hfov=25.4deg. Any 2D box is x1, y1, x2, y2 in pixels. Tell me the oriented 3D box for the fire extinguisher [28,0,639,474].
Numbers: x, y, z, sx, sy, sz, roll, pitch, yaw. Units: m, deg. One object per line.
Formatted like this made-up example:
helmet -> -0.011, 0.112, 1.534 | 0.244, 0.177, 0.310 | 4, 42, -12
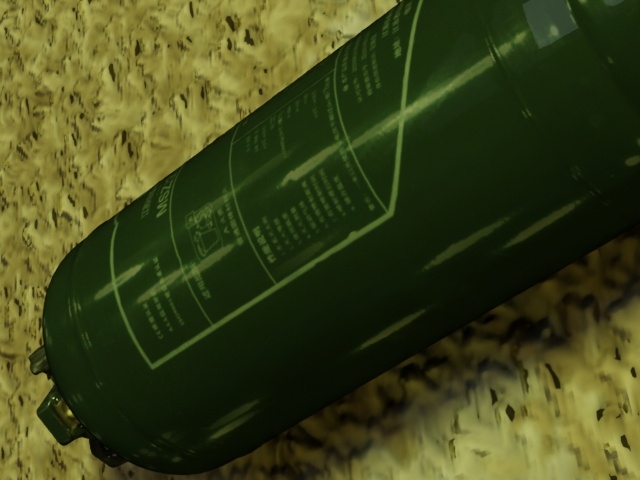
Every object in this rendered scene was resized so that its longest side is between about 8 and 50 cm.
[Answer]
fire extinguisher -> 0.000, 0.000, 0.464 | 0.311, 0.095, 0.114 | -34, 11, 30
